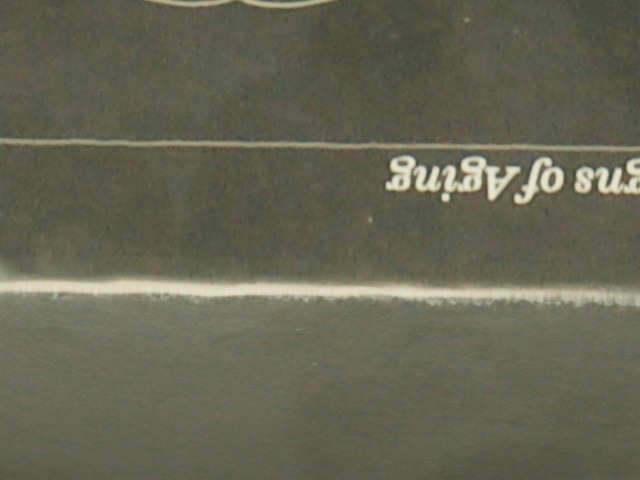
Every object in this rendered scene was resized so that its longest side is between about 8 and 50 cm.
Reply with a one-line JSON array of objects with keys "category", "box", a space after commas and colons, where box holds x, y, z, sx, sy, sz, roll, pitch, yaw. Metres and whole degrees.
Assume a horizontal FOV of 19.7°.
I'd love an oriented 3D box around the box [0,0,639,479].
[{"category": "box", "box": [0.061, -0.136, 0.750, 0.479, 0.297, 0.472, 1, 65, 0]}]
